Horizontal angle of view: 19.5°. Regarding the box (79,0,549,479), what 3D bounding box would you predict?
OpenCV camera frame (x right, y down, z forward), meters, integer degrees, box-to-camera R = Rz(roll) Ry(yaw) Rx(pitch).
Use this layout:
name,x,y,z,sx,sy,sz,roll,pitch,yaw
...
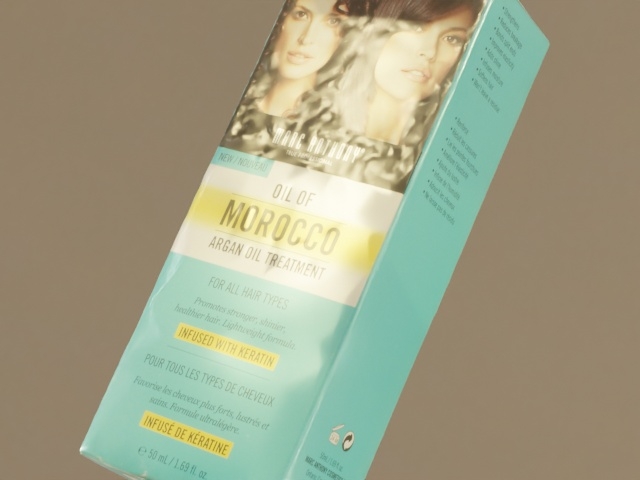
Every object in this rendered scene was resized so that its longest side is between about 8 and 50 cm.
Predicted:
name,x,y,z,sx,sy,sz,roll,pitch,yaw
box,0.000,0.000,0.783,0.100,0.244,0.060,15,-15,33
